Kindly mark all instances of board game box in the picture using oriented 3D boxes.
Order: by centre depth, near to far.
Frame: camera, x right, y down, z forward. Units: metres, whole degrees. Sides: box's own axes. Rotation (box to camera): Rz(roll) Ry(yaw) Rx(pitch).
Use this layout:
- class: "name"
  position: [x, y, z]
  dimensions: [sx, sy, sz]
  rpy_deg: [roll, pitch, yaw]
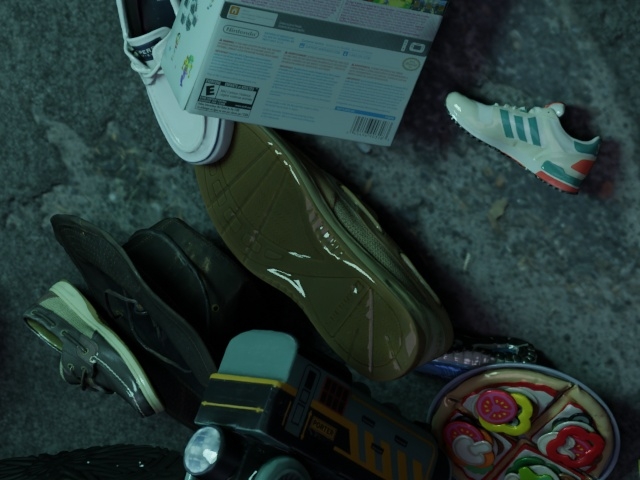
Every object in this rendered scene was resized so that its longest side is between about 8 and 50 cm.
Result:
- class: "board game box"
  position: [0.006, -0.253, 1.803]
  dimensions: [0.224, 0.097, 0.303]
  rpy_deg: [8, 121, -26]

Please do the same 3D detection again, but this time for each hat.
- class: "hat"
  position: [-0.133, 0.072, 2.005]
  dimensions: [0.331, 0.134, 0.331]
  rpy_deg: [44, 161, 20]

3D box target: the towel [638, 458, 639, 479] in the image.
- class: "towel"
  position: [0.363, 0.263, 1.995]
  dimensions: [0.060, 0.009, 0.083]
  rpy_deg: [-6, 108, 21]

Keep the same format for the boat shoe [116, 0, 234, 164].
- class: "boat shoe"
  position: [-0.161, -0.197, 1.921]
  dimensions: [0.095, 0.084, 0.258]
  rpy_deg: [-15, 93, 31]

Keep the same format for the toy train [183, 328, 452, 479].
- class: "toy train"
  position: [0.007, 0.223, 1.885]
  dimensions: [0.142, 0.190, 0.334]
  rpy_deg: [3, 157, 47]

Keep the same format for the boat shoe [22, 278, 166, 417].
- class: "boat shoe"
  position: [-0.244, 0.127, 2.048]
  dimensions: [0.223, 0.073, 0.080]
  rpy_deg: [43, 164, 40]

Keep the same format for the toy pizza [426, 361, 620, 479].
- class: "toy pizza"
  position: [0.207, 0.207, 1.980]
  dimensions: [0.201, 0.032, 0.201]
  rpy_deg: [7, 129, 8]

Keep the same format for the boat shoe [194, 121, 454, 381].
- class: "boat shoe"
  position: [0.000, 0.000, 1.957]
  dimensions: [0.341, 0.110, 0.121]
  rpy_deg: [52, 121, 15]

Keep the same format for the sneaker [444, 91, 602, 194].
- class: "sneaker"
  position: [0.201, -0.114, 1.882]
  dimensions: [0.161, 0.057, 0.075]
  rpy_deg: [34, 101, 5]

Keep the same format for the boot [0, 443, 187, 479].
- class: "boot"
  position: [-0.265, 0.373, 2.176]
  dimensions: [0.348, 0.131, 0.260]
  rpy_deg: [-8, 101, 32]

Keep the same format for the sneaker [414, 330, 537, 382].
- class: "sneaker"
  position: [0.141, 0.137, 1.990]
  dimensions: [0.162, 0.063, 0.073]
  rpy_deg: [8, 116, 15]
